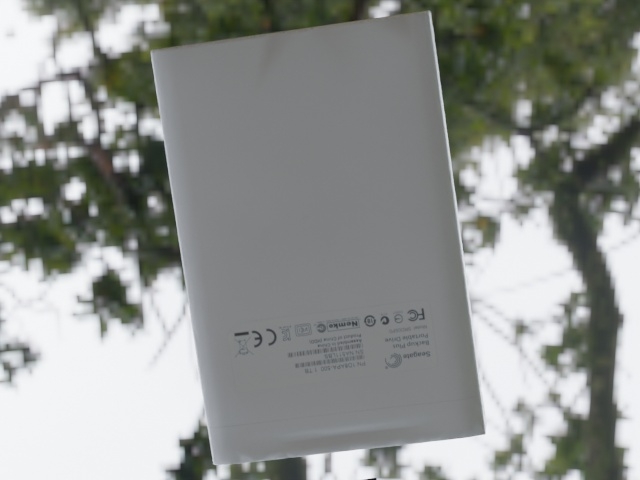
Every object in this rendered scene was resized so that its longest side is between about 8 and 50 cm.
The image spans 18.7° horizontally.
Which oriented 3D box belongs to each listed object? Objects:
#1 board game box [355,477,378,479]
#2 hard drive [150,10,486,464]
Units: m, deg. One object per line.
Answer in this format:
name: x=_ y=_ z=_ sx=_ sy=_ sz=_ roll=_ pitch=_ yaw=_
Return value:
board game box: x=0.013 y=0.251 z=1.612 sx=0.126 sy=0.186 sz=0.026 roll=-10 pitch=-122 yaw=15
hard drive: x=0.000 y=0.000 z=1.460 sx=0.210 sy=0.318 sz=0.040 roll=-7 pitch=-174 yaw=8
